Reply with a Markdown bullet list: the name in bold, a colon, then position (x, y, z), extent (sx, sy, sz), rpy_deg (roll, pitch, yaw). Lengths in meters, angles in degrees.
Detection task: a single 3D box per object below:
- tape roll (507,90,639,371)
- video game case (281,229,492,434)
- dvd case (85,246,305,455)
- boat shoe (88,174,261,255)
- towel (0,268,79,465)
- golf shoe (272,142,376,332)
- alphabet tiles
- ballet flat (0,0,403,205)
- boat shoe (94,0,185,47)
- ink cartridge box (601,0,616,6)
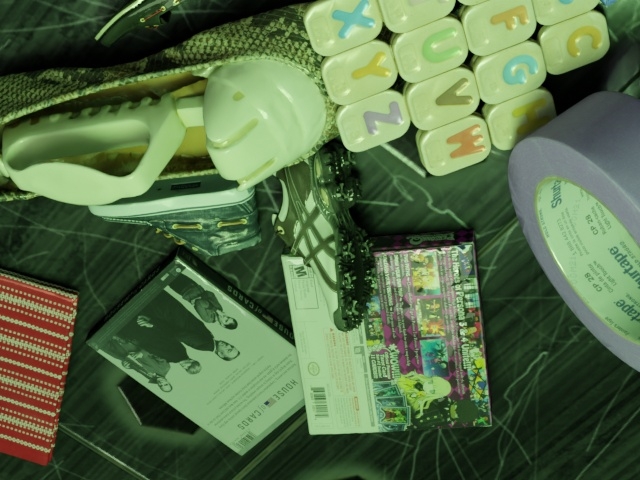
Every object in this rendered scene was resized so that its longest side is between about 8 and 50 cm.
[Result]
- **tape roll**: position (0.298, -0.002, 1.420), extent (0.090, 0.275, 0.275), rpy_deg (-33, 121, -15)
- **video game case**: position (0.076, 0.104, 1.647), extent (0.210, 0.042, 0.232), rpy_deg (-4, 115, 10)
- **dvd case**: position (-0.125, 0.132, 1.727), extent (0.238, 0.029, 0.179), rpy_deg (38, 122, -18)
- **boat shoe**: position (-0.155, -0.023, 1.601), extent (0.183, 0.065, 0.083), rpy_deg (-4, 122, 11)
- **towel**: position (-0.396, 0.141, 1.776), extent (0.199, 0.031, 0.275), rpy_deg (16, 124, 0)
- **golf shoe**: position (0.000, 0.000, 1.563), extent (0.094, 0.077, 0.198), rpy_deg (-9, 87, 28)
- **alphabet tiles**: position (0.133, -0.193, 1.398), extent (0.278, 0.021, 0.284), rpy_deg (-21, 127, -3)
- **ballet flat**: position (-0.145, -0.108, 1.470), extent (0.482, 0.182, 0.164), rpy_deg (-9, 124, 15)
- **boat shoe**: position (-0.167, -0.227, 1.471), extent (0.133, 0.049, 0.042), rpy_deg (-33, 106, 22)
- **ink cartridge box**: position (0.228, -0.288, 1.269), extent (0.046, 0.207, 0.097), rpy_deg (-33, 114, 27)
